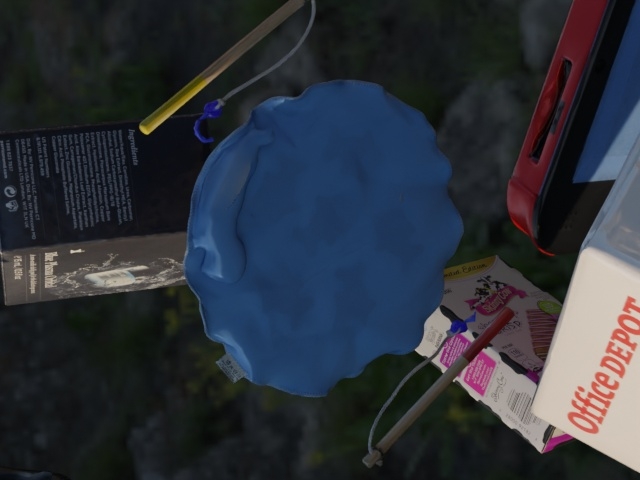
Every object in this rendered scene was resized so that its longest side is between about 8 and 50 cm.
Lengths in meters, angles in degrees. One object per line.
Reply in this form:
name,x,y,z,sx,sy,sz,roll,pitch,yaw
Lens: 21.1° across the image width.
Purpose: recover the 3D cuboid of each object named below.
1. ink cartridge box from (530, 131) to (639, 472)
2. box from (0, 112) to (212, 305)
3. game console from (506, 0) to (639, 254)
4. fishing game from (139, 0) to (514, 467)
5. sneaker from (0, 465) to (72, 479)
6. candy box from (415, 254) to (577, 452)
ink cartridge box,0.239,0.060,0.721,0.115,0.273,0.198,-58,-14,-22
box,-0.162,-0.021,1.261,0.156,0.158,0.093,119,143,-72
game console,0.346,-0.168,1.586,0.060,0.342,0.386,41,122,43
fishing game,0.000,0.000,0.989,0.041,0.189,0.264,13,145,56
sneaker,-0.211,0.110,0.595,0.146,0.293,0.102,119,147,-53
candy box,0.211,0.115,1.828,0.233,0.159,0.071,37,124,33
